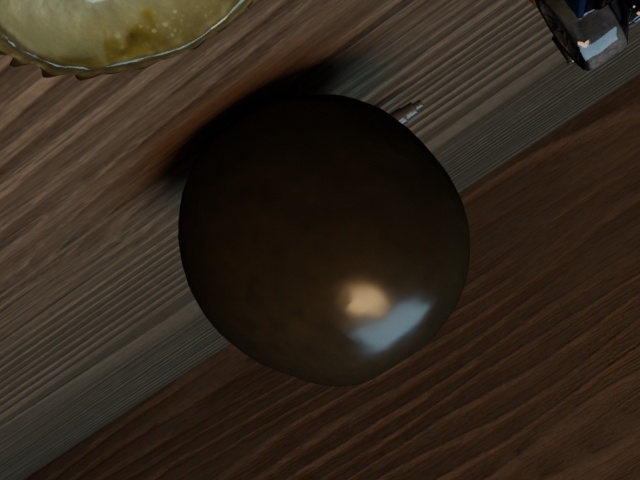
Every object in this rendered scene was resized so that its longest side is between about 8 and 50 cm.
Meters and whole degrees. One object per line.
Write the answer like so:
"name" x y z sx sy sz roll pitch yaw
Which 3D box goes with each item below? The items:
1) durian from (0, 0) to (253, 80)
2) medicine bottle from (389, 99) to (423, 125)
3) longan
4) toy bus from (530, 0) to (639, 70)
"durian" -0.081 -0.134 0.337 0.188 0.091 0.148 -22 156 -36
"medicine bottle" 0.031 -0.098 1.120 0.199 0.058 0.057 -34 172 8
"longan" 0.000 0.000 0.869 0.258 0.258 0.258 -31 172 -5
"toy bus" 0.125 -0.195 0.423 0.138 0.175 0.287 -34 172 9
